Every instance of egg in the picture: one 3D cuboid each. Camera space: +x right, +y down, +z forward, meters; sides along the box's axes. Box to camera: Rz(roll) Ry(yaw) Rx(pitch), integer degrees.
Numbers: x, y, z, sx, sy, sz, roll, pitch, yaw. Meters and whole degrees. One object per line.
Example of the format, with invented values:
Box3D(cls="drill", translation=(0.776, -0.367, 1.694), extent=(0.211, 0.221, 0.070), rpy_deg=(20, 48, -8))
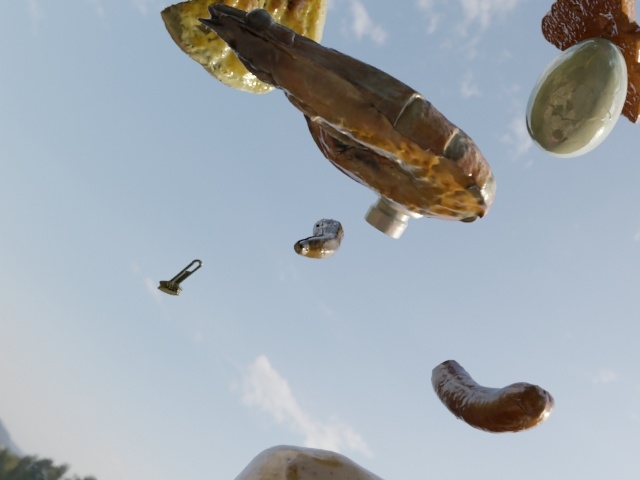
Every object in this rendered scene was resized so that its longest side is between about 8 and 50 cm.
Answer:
Box3D(cls="egg", translation=(0.438, -0.242, 1.108), extent=(0.151, 0.151, 0.209), rpy_deg=(33, -58, 27))

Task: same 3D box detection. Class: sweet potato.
Box3D(cls="sweet potato", translation=(0.005, 0.002, 1.409), extent=(0.081, 0.233, 0.062), rpy_deg=(13, -74, 10))

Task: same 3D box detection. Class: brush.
Box3D(cls="brush", translation=(-0.327, 0.088, 1.520), extent=(0.062, 0.027, 0.266), rpy_deg=(23, -26, -19))

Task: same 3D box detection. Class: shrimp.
Box3D(cls="shrimp", translation=(0.024, -0.109, 0.606), extent=(0.317, 0.062, 0.164), rpy_deg=(33, -25, -11))

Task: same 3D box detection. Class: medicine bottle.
Box3D(cls="medicine bottle", translation=(0.227, -0.154, 1.617), extent=(0.161, 0.296, 0.111), rpy_deg=(22, 15, -26))

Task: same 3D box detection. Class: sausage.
Box3D(cls="sausage", translation=(0.282, 0.275, 1.122), extent=(0.076, 0.102, 0.302), rpy_deg=(27, -9, -16))

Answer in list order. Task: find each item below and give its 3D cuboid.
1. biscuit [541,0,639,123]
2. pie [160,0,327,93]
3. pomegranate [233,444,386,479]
Box3D(cls="biscuit", translation=(0.522, -0.354, 1.189), extent=(0.306, 0.043, 0.284), rpy_deg=(58, -5, -8))
Box3D(cls="pie", translation=(-0.114, -0.425, 1.137), extent=(0.075, 0.338, 0.337), rpy_deg=(25, -38, 56))
Box3D(cls="pomegranate", translation=(-0.011, 0.497, 0.947), extent=(0.410, 0.410, 0.409), rpy_deg=(33, -36, 27))
